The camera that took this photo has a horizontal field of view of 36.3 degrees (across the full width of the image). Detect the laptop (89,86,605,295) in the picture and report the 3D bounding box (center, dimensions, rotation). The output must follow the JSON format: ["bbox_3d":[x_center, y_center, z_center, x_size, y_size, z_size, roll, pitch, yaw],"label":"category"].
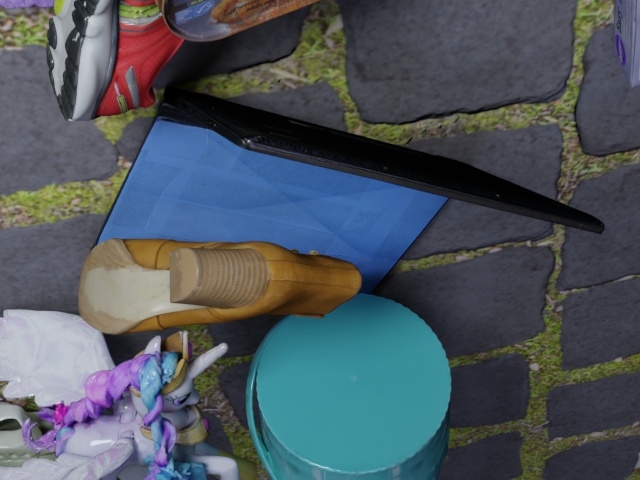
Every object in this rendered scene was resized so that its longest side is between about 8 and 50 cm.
[{"bbox_3d":[0.000,0.000,1.043,0.382,0.408,0.236,11,102,-26],"label":"laptop"}]

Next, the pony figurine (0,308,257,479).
[{"bbox_3d":[-0.257,0.237,1.172,0.351,0.303,0.363,-8,138,2],"label":"pony figurine"}]

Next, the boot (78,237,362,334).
[{"bbox_3d":[-0.114,0.054,1.052,0.211,0.104,0.295,8,170,-39],"label":"boot"}]

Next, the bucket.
[{"bbox_3d":[0.041,0.213,1.256,0.281,0.281,0.183,-9,147,-4],"label":"bucket"}]

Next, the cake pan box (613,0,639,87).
[{"bbox_3d":[0.411,-0.280,0.936,0.245,0.070,0.267,-14,141,6],"label":"cake pan box"}]

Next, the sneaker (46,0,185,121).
[{"bbox_3d":[-0.151,-0.216,0.816,0.118,0.107,0.279,-10,148,-34],"label":"sneaker"}]

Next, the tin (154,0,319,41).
[{"bbox_3d":[-0.044,-0.222,0.772,0.189,0.040,0.106,-24,159,-15],"label":"tin"}]

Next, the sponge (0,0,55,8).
[{"bbox_3d":[-0.209,-0.255,0.834,0.210,0.031,0.117,-5,141,-11],"label":"sponge"}]

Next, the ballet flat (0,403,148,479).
[{"bbox_3d":[-0.386,0.282,1.362,0.400,0.139,0.139,-1,139,-9],"label":"ballet flat"}]
